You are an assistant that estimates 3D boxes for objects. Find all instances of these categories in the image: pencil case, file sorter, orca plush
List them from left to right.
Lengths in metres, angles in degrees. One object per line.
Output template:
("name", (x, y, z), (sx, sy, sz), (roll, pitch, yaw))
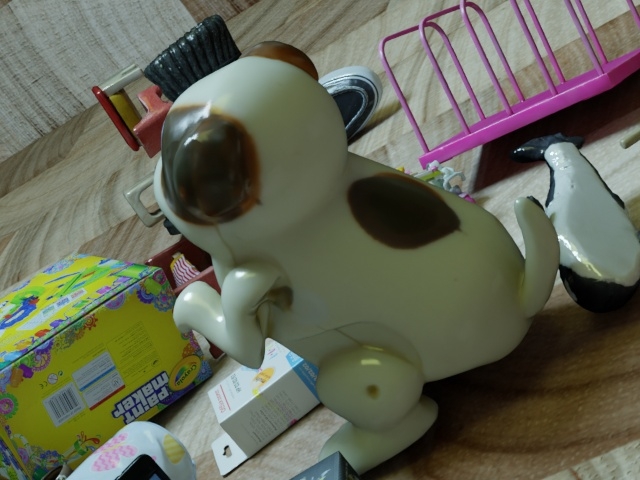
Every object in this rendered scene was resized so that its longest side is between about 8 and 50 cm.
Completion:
("pencil case", (-0.254, 0.317, 1.778), (0.124, 0.114, 0.273), (2, 29, 32))
("file sorter", (0.252, -0.248, 2.043), (0.290, 0.182, 0.202), (-23, 4, 35))
("orca plush", (0.261, -0.002, 1.678), (0.287, 0.151, 0.102), (-118, 39, -47))

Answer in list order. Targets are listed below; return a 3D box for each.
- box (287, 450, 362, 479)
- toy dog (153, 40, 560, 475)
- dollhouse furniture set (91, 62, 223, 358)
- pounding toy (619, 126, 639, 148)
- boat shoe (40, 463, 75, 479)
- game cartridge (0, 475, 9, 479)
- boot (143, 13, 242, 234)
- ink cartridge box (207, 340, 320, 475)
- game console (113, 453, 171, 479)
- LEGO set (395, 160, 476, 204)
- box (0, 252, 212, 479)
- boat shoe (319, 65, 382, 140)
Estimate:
("box", (-0.041, 0.325, 1.538), (0.183, 0.059, 0.233), (-33, 19, 14))
("toy dog", (0.000, 0.000, 1.610), (0.395, 0.408, 0.285), (-29, 22, 52))
("dollhouse furniture set", (-0.206, -0.046, 2.187), (0.152, 0.374, 0.201), (-35, 18, -7))
("pounding toy", (0.417, -0.109, 1.681), (0.181, 0.094, 0.206), (-31, 11, 32))
("boat shoe", (-0.391, 0.366, 1.927), (0.257, 0.095, 0.095), (-37, 16, -36))
("game cartridge", (-0.457, 0.385, 2.134), (0.324, 0.053, 0.285), (-48, 22, -24))
("boot", (-0.217, -0.199, 2.700), (0.131, 0.260, 0.348), (-15, 29, 47))
("ink cartridge box", (-0.071, 0.189, 1.886), (0.181, 0.061, 0.104), (-38, 19, 0))
("game console", (-0.181, 0.312, 1.713), (0.107, 0.122, 0.071), (-44, 22, -20))
("LEGO set", (0.079, -0.007, 1.950), (0.287, 0.132, 0.107), (-46, 14, -24))
("box", (-0.356, 0.169, 2.144), (0.290, 0.177, 0.279), (-34, 22, -26))
("boat shoe", (-0.026, -0.165, 2.532), (0.301, 0.108, 0.102), (-32, 20, 22))
